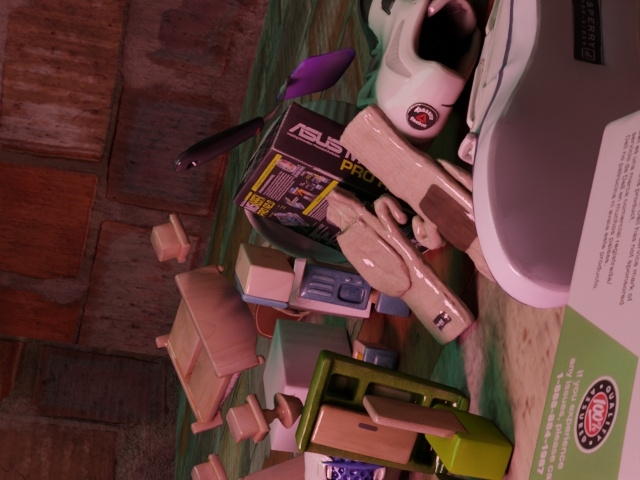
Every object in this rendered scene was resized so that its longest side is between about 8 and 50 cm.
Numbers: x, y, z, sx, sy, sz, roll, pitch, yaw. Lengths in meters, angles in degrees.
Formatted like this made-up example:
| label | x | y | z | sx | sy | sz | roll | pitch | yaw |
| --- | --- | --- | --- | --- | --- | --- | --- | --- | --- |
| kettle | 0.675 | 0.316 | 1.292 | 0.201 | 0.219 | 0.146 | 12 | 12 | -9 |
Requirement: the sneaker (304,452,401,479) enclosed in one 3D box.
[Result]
| label | x | y | z | sx | sy | sz | roll | pitch | yaw |
| --- | --- | --- | --- | --- | --- | --- | --- | --- | --- |
| sneaker | 0.030 | 0.309 | 1.388 | 0.182 | 0.128 | 0.315 | -94 | 14 | -57 |

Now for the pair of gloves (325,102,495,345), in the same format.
| label | x | y | z | sx | sy | sz | roll | pitch | yaw |
| --- | --- | --- | --- | --- | --- | --- | --- | --- | --- |
| pair of gloves | 0.093 | -0.015 | 1.255 | 0.042 | 0.204 | 0.240 | -43 | -12 | -28 |

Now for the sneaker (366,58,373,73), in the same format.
| label | x | y | z | sx | sy | sz | roll | pitch | yaw |
| --- | --- | --- | --- | --- | --- | --- | --- | --- | --- |
| sneaker | 0.099 | -0.225 | 1.597 | 0.185 | 0.084 | 0.069 | -93 | 17 | -47 |

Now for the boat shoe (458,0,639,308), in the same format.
| label | x | y | z | sx | sy | sz | roll | pitch | yaw |
| --- | --- | --- | --- | --- | --- | --- | --- | --- | --- |
| boat shoe | 0.166 | -0.093 | 1.017 | 0.156 | 0.136 | 0.367 | 118 | 161 | -59 |

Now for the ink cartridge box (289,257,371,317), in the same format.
| label | x | y | z | sx | sy | sz | roll | pitch | yaw |
| --- | --- | --- | --- | --- | --- | --- | --- | --- | --- |
| ink cartridge box | 0.014 | 0.064 | 1.662 | 0.181 | 0.104 | 0.061 | 100 | 179 | -85 |

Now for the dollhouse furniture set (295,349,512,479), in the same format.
| label | x | y | z | sx | sy | sz | roll | pitch | yaw |
| --- | --- | --- | --- | --- | --- | --- | --- | --- | --- |
| dollhouse furniture set | 0.043 | 0.284 | 1.213 | 0.197 | 0.151 | 0.301 | -128 | 53 | -76 |

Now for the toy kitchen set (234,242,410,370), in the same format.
| label | x | y | z | sx | sy | sz | roll | pitch | yaw |
| --- | --- | --- | --- | --- | --- | --- | --- | --- | --- |
| toy kitchen set | -0.005 | 0.112 | 1.515 | 0.122 | 0.207 | 0.166 | -125 | 47 | -76 |

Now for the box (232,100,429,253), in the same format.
| label | x | y | z | sx | sy | sz | roll | pitch | yaw |
| --- | --- | --- | --- | --- | --- | --- | --- | --- | --- |
| box | 0.028 | -0.051 | 1.458 | 0.270 | 0.216 | 0.060 | 137 | 156 | -74 |

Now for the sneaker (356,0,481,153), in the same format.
| label | x | y | z | sx | sy | sz | roll | pitch | yaw |
| --- | --- | --- | --- | --- | --- | --- | --- | --- | --- |
| sneaker | 0.125 | -0.241 | 1.462 | 0.146 | 0.122 | 0.330 | -48 | 29 | 37 |

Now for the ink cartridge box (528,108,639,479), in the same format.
| label | x | y | z | sx | sy | sz | roll | pitch | yaw |
| --- | --- | --- | --- | --- | --- | --- | --- | --- | --- |
| ink cartridge box | 0.216 | 0.023 | 0.470 | 0.278 | 0.117 | 0.201 | -25 | 44 | 59 |

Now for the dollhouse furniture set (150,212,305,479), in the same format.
| label | x | y | z | sx | sy | sz | roll | pitch | yaw |
| --- | --- | --- | --- | --- | --- | --- | --- | --- | --- |
| dollhouse furniture set | -0.089 | 0.171 | 1.635 | 0.355 | 0.174 | 0.303 | 65 | 155 | 20 |

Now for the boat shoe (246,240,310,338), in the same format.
| label | x | y | z | sx | sy | sz | roll | pitch | yaw |
| --- | --- | --- | --- | --- | --- | --- | --- | --- | --- |
| boat shoe | -0.049 | 0.062 | 2.033 | 0.324 | 0.123 | 0.116 | 109 | 163 | -47 |

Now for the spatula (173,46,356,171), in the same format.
| label | x | y | z | sx | sy | sz | roll | pitch | yaw |
| --- | --- | --- | --- | --- | --- | --- | --- | --- | --- |
| spatula | -0.059 | -0.142 | 1.405 | 0.296 | 0.030 | 0.084 | -41 | -6 | -43 |

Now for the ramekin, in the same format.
| label | x | y | z | sx | sy | sz | roll | pitch | yaw |
| --- | --- | --- | --- | --- | --- | --- | --- | --- | --- |
| ramekin | 0.010 | -0.082 | 1.647 | 0.109 | 0.207 | 0.207 | -80 | 6 | -50 |

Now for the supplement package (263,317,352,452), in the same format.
| label | x | y | z | sx | sy | sz | roll | pitch | yaw |
| --- | --- | --- | --- | --- | --- | --- | --- | --- | --- |
| supplement package | -0.015 | 0.200 | 1.772 | 0.179 | 0.105 | 0.105 | -101 | 24 | -63 |
